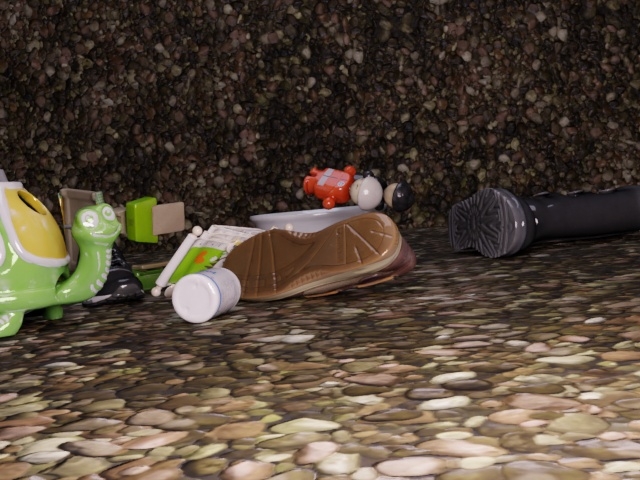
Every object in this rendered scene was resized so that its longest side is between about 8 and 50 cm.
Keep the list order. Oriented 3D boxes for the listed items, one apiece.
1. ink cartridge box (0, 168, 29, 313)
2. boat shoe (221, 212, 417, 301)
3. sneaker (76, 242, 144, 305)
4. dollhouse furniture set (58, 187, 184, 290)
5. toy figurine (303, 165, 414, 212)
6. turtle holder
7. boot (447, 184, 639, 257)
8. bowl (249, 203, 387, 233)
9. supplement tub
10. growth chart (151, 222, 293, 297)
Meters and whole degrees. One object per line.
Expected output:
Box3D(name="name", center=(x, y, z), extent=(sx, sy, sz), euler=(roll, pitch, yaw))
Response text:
Box3D(name="ink cartridge box", center=(-0.576, -0.005, 1.583), extent=(0.060, 0.275, 0.239), euler=(-24, 5, -9))
Box3D(name="boat shoe", center=(-0.006, 0.046, 1.402), extent=(0.341, 0.123, 0.123), euler=(-16, -33, 29))
Box3D(name="sneaker", center=(-0.415, 0.053, 1.634), extent=(0.107, 0.124, 0.283), euler=(-7, 4, -29))
Box3D(name="dollhouse furniture set", center=(-0.427, -0.013, 1.890), extent=(0.301, 0.198, 0.151), euler=(9, 13, 42))
Box3D(name="toy figurine", center=(0.064, -0.027, 1.571), extent=(0.148, 0.210, 0.213), euler=(15, 6, 28))
Box3D(name="turtle holder", center=(-0.492, 0.025, 1.319), extent=(0.320, 0.228, 0.243), euler=(-4, 3, 31))
Box3D(name="boot", center=(0.549, -0.047, 1.899), extent=(0.444, 0.146, 0.367), euler=(-1, 4, -11))
Box3D(name="bowl", center=(0.000, 0.000, 1.838), extent=(0.297, 0.134, 0.298), euler=(-5, 3, 0))
Box3D(name="supplement tub", center=(-0.163, 0.077, 1.241), extent=(0.070, 0.071, 0.107), euler=(-5, 3, 13))
Box3D(name="growth chart", center=(-0.170, 0.036, 1.490), extent=(0.237, 0.172, 0.021), euler=(-1, 41, -46))
